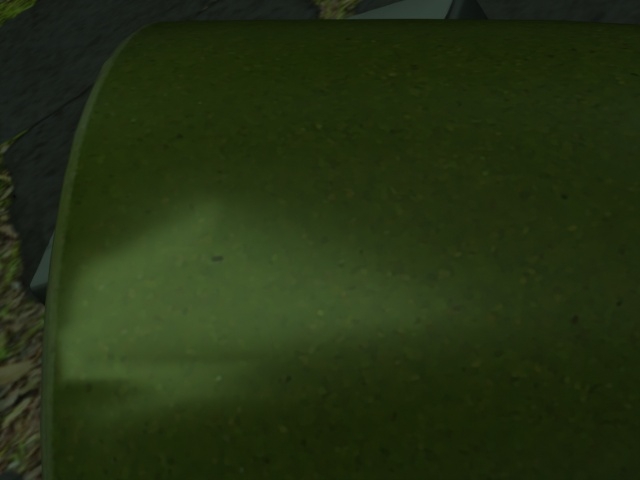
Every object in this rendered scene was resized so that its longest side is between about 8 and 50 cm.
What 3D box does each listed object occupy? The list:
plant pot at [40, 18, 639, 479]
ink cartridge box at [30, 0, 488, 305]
[{"bbox_3d":[0.119,0.063,0.486,0.294,0.274,0.274,-7,33,12],"label":"plant pot"},{"bbox_3d":[0.000,0.000,0.804,0.176,0.128,0.127,-13,39,35],"label":"ink cartridge box"}]
